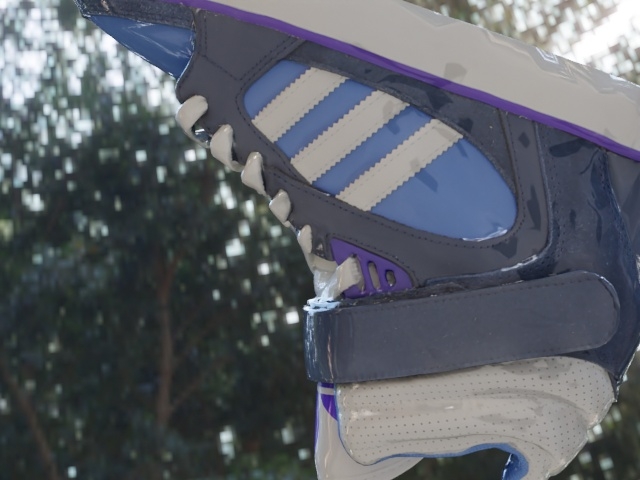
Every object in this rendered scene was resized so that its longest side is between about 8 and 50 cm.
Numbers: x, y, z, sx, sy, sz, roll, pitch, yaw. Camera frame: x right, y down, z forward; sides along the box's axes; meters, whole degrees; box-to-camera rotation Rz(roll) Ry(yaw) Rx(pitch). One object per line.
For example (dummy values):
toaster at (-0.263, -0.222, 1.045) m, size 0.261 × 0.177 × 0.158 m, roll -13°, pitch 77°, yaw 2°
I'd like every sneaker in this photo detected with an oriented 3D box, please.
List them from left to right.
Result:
sneaker at (0.000, 0.000, 0.930) m, size 0.322 × 0.130 × 0.236 m, roll 19°, pitch -88°, yaw 5°
